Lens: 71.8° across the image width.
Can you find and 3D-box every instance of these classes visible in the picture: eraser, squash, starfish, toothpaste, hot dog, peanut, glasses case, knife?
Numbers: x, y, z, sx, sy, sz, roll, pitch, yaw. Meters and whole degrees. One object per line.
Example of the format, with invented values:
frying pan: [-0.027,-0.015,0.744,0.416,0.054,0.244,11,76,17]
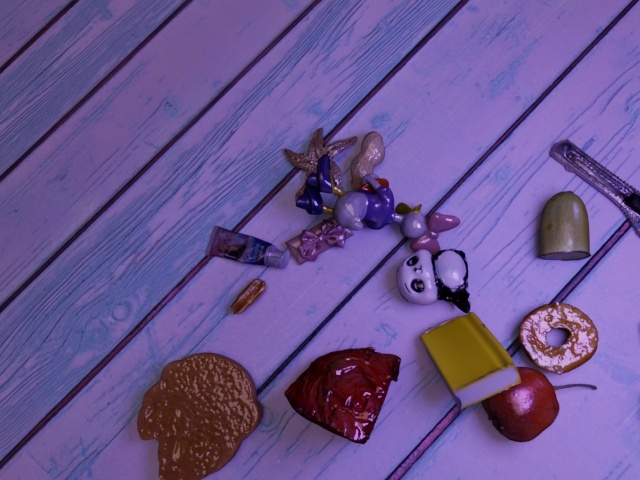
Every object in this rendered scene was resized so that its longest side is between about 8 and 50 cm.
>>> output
eraser: [0.350,0.276,1.058,0.158,0.226,0.069,-28,115,4]
squash: [0.627,-0.041,1.133,0.123,0.123,0.186,6,77,12]
starfish: [-0.008,-0.242,1.349,0.236,0.062,0.277,41,90,23]
toothpaste: [-0.221,0.026,1.314,0.266,0.061,0.096,14,79,20]
hot dog: [-0.208,0.163,1.279,0.056,0.041,0.133,40,78,17]
peanut: [0.137,-0.232,1.299,0.082,0.082,0.187,24,81,16]
glasses case: [0.000,0.000,1.264,0.193,0.070,0.102,-29,73,2]
knife: [0.766,-0.141,1.173,0.089,0.043,0.365,-40,71,-3]

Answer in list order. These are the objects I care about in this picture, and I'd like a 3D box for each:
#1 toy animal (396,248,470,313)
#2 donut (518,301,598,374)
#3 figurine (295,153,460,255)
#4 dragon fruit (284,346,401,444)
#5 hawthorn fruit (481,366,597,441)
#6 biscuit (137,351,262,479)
toy animal: [0.288,0.105,1.146,0.179,0.138,0.166,-1,58,5]
donut: [0.578,0.240,1.088,0.178,0.065,0.162,-22,67,1]
figurine: [0.148,-0.083,1.188,0.421,0.154,0.193,14,36,-10]
dragon fruit: [0.087,0.389,1.048,0.302,0.330,0.240,-35,93,-2]
hawthorn fruit: [0.524,0.360,1.034,0.285,0.165,0.165,-16,72,-5]
biscuit: [-0.338,0.475,1.207,0.312,0.057,0.351,34,82,18]
